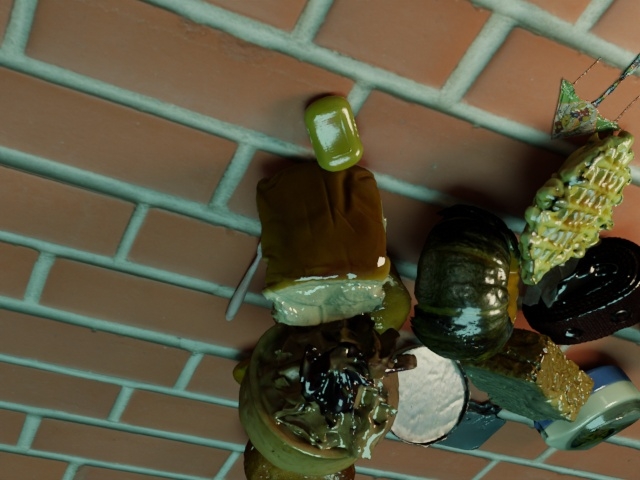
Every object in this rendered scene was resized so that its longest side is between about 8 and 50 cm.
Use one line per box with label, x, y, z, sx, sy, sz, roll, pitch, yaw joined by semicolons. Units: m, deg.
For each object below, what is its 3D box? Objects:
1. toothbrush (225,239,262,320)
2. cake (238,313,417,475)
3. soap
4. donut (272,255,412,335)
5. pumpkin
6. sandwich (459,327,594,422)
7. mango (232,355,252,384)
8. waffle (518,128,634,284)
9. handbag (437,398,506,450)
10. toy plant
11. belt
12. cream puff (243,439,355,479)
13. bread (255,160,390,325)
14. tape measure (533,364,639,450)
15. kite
toothbrush;-0.160;0.083;1.808;0.025;0.029;0.307;20;134;-10
cake;0.017;0.272;1.630;0.332;0.332;0.321;9;143;-15
soap;0.024;-0.195;1.499;0.089;0.045;0.140;-18;113;2
donut;0.044;0.116;1.802;0.303;0.110;0.303;-2;134;-2
pumpkin;0.297;0.093;1.659;0.192;0.320;0.320;5;139;18
sandwich;0.479;0.320;1.949;0.262;0.131;0.325;8;155;47
mango;-0.099;0.314;1.993;0.227;0.109;0.147;-1;160;-5
waffle;0.495;-0.064;1.607;0.317;0.073;0.297;-35;144;-23
handbag;0.374;0.496;2.259;0.229;0.062;0.179;16;132;-21
toy plant;0.176;0.354;1.971;0.247;0.247;0.332;16;170;-21
belt;0.578;0.108;1.789;0.289;0.184;0.164;-28;133;20
cream puff;-0.056;0.585;2.207;0.303;0.212;0.303;3;130;4
bread;0.000;0.000;1.568;0.250;0.279;0.225;-7;158;-6
tape measure;0.696;0.438;2.128;0.262;0.138;0.259;-39;149;26
kite;0.524;-0.262;1.527;0.198;0.006;0.244;26;128;-28
